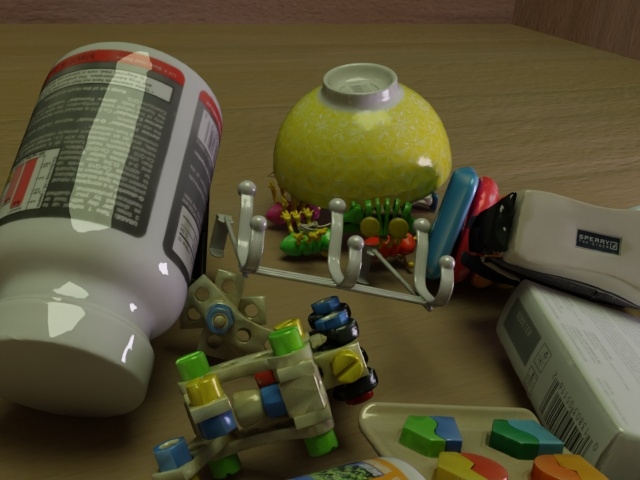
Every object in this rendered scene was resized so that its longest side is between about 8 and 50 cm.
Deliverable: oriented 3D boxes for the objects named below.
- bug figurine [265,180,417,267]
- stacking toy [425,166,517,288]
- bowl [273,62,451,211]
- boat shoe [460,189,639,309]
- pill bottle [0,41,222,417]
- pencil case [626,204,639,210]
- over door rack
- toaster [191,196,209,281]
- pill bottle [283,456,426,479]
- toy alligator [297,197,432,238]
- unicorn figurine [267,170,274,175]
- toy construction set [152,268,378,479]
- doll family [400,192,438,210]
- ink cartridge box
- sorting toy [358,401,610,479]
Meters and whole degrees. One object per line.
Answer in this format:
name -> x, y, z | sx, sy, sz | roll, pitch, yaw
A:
bug figurine -> 0.028, -0.032, 1.338 | 0.216, 0.072, 0.279 | -5, 28, -14
stacking toy -> 0.308, 0.020, 1.227 | 0.302, 0.165, 0.175 | 20, 11, 3
bowl -> 0.064, -0.186, 1.346 | 0.290, 0.156, 0.289 | -2, 35, 1
boat shoe -> 0.345, 0.021, 1.093 | 0.341, 0.127, 0.158 | 18, -12, -13
pill bottle -> -0.233, -0.016, 0.904 | 0.210, 0.210, 0.362 | 7, 56, 1
pencil case -> 0.523, 0.042, 1.231 | 0.124, 0.113, 0.273 | -30, 27, 0
over door rack -> 0.000, 0.000, 1.050 | 0.240, 0.108, 0.324 | 12, 1, -14
toaster -> -0.236, -0.043, 1.162 | 0.168, 0.185, 0.110 | 2, 28, -8
pill bottle -> -0.049, 0.249, 0.581 | 0.272, 0.152, 0.152 | -6, 26, -28
toy alligator -> 0.063, -0.035, 1.201 | 0.190, 0.051, 0.056 | 2, 16, 2
unicorn figurine -> -0.001, -0.147, 1.608 | 0.162, 0.060, 0.111 | 15, 24, 19
toy construction set -> -0.060, 0.131, 0.879 | 0.215, 0.151, 0.327 | -20, 19, -1
doll family -> 0.116, -0.161, 1.542 | 0.163, 0.118, 0.263 | 0, 40, -10
ink cartridge box -> 0.413, 0.198, 0.943 | 0.385, 0.091, 0.308 | 19, 21, -12
sorting toy -> 0.151, 0.191, 0.733 | 0.193, 0.038, 0.208 | 6, 15, -16
